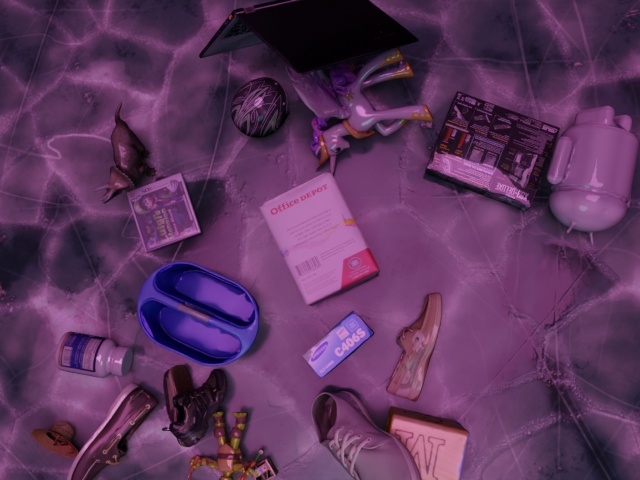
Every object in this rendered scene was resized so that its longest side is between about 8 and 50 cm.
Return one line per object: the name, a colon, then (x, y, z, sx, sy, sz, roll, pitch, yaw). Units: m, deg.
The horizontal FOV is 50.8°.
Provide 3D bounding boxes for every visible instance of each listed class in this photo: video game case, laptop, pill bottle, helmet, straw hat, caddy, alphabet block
video game case: (-0.457, -0.081, 1.966, 0.173, 0.022, 0.190, -20, 82, 2)
laptop: (-0.042, -0.501, 1.748, 0.382, 0.408, 0.236, -24, 92, -31)
pill bottle: (-0.630, 0.324, 1.883, 0.187, 0.112, 0.112, 10, 84, 5)
helmet: (-0.173, -0.376, 1.911, 0.169, 0.161, 0.169, 0, 83, 4)
straw hat: (-0.727, 0.544, 1.885, 0.144, 0.144, 0.061, 19, 47, 6)
caddy: (-0.328, 0.201, 1.843, 0.341, 0.179, 0.241, 23, 84, 7)
alphabet block: (0.260, 0.556, 1.753, 0.197, 0.192, 0.193, 12, 82, 4)

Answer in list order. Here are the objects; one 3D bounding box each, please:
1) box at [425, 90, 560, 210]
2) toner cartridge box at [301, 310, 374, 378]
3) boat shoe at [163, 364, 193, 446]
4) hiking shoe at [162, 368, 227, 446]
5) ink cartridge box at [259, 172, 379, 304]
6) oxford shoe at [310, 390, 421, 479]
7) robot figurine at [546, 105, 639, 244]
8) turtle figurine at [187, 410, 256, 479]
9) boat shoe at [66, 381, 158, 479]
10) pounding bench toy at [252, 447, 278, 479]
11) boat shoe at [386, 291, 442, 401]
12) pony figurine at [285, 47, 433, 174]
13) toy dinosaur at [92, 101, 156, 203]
box: (0.481, -0.251, 1.892, 0.307, 0.076, 0.242, 21, 85, 7)
toner cartridge box: (0.054, 0.264, 1.722, 0.165, 0.348, 0.075, -42, 81, -2)
boat shoe: (-0.390, 0.461, 1.869, 0.073, 0.080, 0.223, -27, 71, 43)
hiking shoe: (-0.334, 0.432, 1.816, 0.114, 0.086, 0.227, 40, 51, -21)
ink cartridge box: (0.000, 0.000, 1.868, 0.226, 0.131, 0.306, -25, 80, 1)
oxford shoe: (0.096, 0.516, 1.658, 0.130, 0.449, 0.169, 17, 102, -30)
robot figurine: (0.730, -0.174, 1.802, 0.300, 0.200, 0.353, 17, 83, -23)
turtle figurine: (-0.240, 0.577, 1.828, 0.270, 0.087, 0.217, -6, 74, 32)
boat shoe: (-0.571, 0.553, 1.851, 0.097, 0.116, 0.324, 31, 80, 10)
pounding bench toy: (-0.166, 0.620, 1.843, 0.065, 0.052, 0.083, -32, 82, 0)
boat shoe: (0.256, 0.280, 1.830, 0.098, 0.109, 0.302, 16, 90, 5)
pony figurine: (0.077, -0.392, 1.845, 0.363, 0.303, 0.351, -24, 108, 18)
toy dinosaur: (-0.549, -0.252, 1.924, 0.121, 0.160, 0.313, 3, 84, 4)
